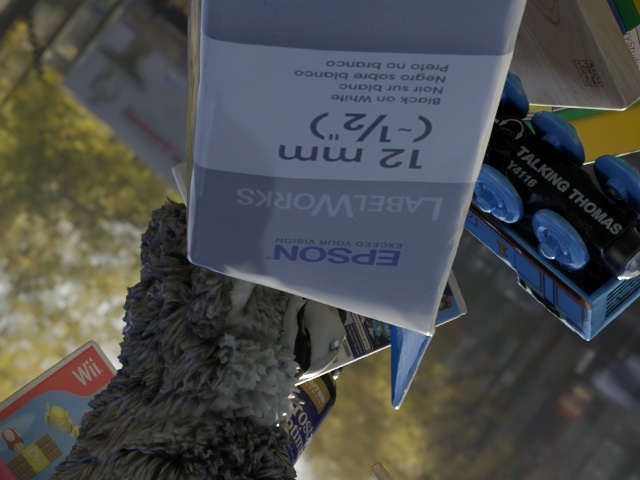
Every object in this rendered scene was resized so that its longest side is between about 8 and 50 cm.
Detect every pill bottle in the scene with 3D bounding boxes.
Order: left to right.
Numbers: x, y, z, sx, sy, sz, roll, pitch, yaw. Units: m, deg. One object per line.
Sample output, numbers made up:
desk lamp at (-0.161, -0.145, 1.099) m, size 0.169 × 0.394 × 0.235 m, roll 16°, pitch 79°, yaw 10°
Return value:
pill bottle at (-0.058, 0.183, 2.128) m, size 0.123 × 0.219 × 0.123 m, roll 22°, pitch 142°, yaw 18°

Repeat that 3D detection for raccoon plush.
raccoon plush at (-0.158, 0.170, 1.378) m, size 0.216 × 0.446 × 0.299 m, roll 12°, pitch 124°, yaw 44°

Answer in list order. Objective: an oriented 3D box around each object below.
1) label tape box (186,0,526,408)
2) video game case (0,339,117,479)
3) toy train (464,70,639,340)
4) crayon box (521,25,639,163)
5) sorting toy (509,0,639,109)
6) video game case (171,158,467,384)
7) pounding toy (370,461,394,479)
label tape box at (0.002, -0.122, 0.754) m, size 0.115 × 0.249 × 0.347 m, roll 3°, pitch 147°, yaw -6°
video game case at (-0.162, 0.235, 1.635) m, size 0.285 × 0.025 × 0.204 m, roll 53°, pitch -152°, yaw -1°
toy train at (0.125, -0.028, 1.160) m, size 0.184 × 0.080 × 0.105 m, roll 41°, pitch 159°, yaw 26°
crayon box at (0.195, -0.245, 1.716) m, size 0.106 × 0.313 × 0.363 m, roll -45°, pitch -58°, yaw -84°
sorting toy at (0.139, -0.236, 1.477) m, size 0.255 × 0.089 × 0.257 m, roll 12°, pitch 134°, yaw 62°
video game case at (0.000, 0.000, 1.557) m, size 0.023 × 0.183 × 0.201 m, roll 172°, pitch 76°, yaw -79°
pounding toy at (0.100, 0.276, 1.673) m, size 0.130 × 0.141 × 0.100 m, roll 10°, pitch 172°, yaw 11°
